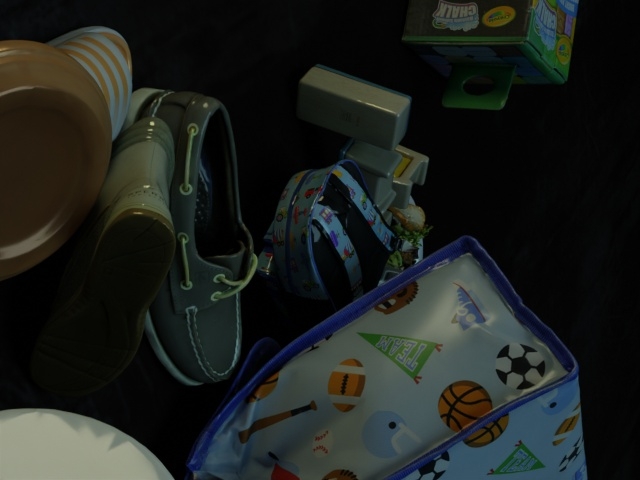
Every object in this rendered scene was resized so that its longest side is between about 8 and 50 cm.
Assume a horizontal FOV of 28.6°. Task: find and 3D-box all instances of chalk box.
[{"bbox_3d":[0.231,-0.308,1.674,0.179,0.180,0.289,22,77,-60],"label":"chalk box"}]

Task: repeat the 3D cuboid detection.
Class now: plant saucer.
[{"bbox_3d":[-0.233,-0.049,0.931,0.200,0.037,0.200,-30,138,-31],"label":"plant saucer"}]

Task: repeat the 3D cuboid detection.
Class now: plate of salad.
[{"bbox_3d":[0.098,0.029,1.622,0.200,0.048,0.199,-18,111,-60],"label":"plate of salad"}]

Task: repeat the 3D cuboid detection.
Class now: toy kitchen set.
[{"bbox_3d":[0.055,-0.126,1.486,0.166,0.122,0.207,-53,159,-44],"label":"toy kitchen set"}]

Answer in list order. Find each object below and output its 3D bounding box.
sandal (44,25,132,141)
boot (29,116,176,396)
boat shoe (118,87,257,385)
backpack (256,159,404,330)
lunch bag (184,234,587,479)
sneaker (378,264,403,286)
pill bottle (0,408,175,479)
[{"bbox_3d":[-0.212,-0.097,1.003,0.265,0.076,0.102,-41,129,-53],"label":"sandal"},{"bbox_3d":[-0.179,0.014,1.063,0.213,0.077,0.165,-58,-157,31],"label":"boot"},{"bbox_3d":[-0.114,0.006,1.183,0.109,0.091,0.305,-41,129,-52],"label":"boat shoe"},{"bbox_3d":[0.000,0.000,1.364,0.158,0.117,0.173,-64,146,-32],"label":"backpack"},{"bbox_3d":[0.063,0.225,1.323,0.385,0.239,0.328,-32,144,-6],"label":"lunch bag"},{"bbox_3d":[0.049,0.066,1.519,0.152,0.054,0.061,-10,123,-39],"label":"sneaker"},{"bbox_3d":[-0.195,0.306,0.818,0.224,0.224,0.392,-50,160,-46],"label":"pill bottle"}]
